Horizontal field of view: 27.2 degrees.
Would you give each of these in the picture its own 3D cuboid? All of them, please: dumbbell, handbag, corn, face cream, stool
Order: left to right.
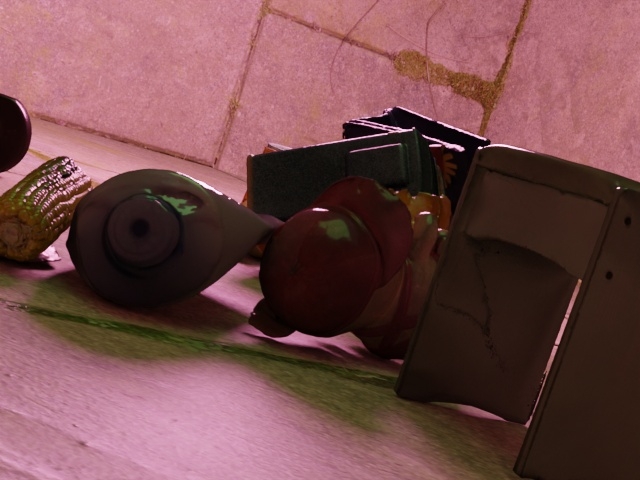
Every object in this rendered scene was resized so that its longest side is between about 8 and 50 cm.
[{"bbox_3d":[-0.533,-0.169,1.982,0.140,0.124,0.225,19,5,9],"label":"dumbbell"},{"bbox_3d":[-0.286,-0.037,1.369,0.072,0.072,0.203,18,20,2],"label":"corn"},{"bbox_3d":[-0.155,0.001,1.450,0.235,0.137,0.420,-7,-2,4],"label":"face cream"},{"bbox_3d":[0.173,-0.050,2.220,0.122,0.303,0.329,-21,28,-28],"label":"handbag"},{"bbox_3d":[0.229,0.070,1.226,0.170,0.270,0.243,17,5,-25],"label":"stool"}]

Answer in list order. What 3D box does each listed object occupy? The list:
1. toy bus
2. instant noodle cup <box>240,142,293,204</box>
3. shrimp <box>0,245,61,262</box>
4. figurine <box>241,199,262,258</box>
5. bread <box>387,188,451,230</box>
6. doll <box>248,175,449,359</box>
[{"bbox_3d":[0.036,-0.059,1.896,0.275,0.138,0.167,-8,-27,11],"label":"toy bus"},{"bbox_3d":[-0.042,-0.070,2.376,0.216,0.172,0.216,17,6,-2],"label":"instant noodle cup"},{"bbox_3d":[-0.365,-0.026,1.428,0.219,0.046,0.152,27,10,37],"label":"shrimp"},{"bbox_3d":[0.000,0.000,2.108,0.222,0.124,0.324,26,12,41],"label":"figurine"},{"bbox_3d":[0.082,0.033,1.792,0.143,0.139,0.229,14,-31,-9],"label":"bread"},{"bbox_3d":[0.044,0.037,1.445,0.152,0.196,0.256,24,1,44],"label":"doll"}]
